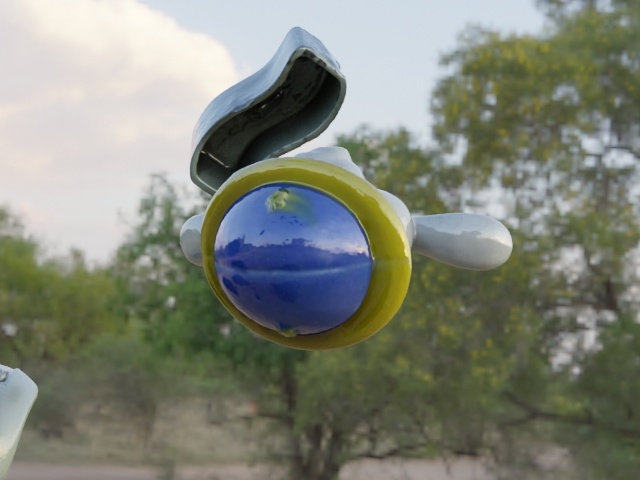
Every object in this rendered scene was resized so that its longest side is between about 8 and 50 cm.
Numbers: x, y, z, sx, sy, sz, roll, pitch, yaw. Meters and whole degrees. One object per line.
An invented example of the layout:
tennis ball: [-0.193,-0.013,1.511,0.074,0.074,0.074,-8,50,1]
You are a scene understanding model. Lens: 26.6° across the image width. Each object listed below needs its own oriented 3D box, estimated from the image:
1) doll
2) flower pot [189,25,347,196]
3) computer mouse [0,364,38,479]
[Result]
doll: [-0.027,-0.011,1.171,0.311,0.160,0.242,1,25,33]
flower pot: [-0.069,-0.157,1.705,0.103,0.229,0.108,44,14,-21]
computer mouse: [-0.326,0.166,1.318,0.089,0.056,0.182,25,29,-8]
